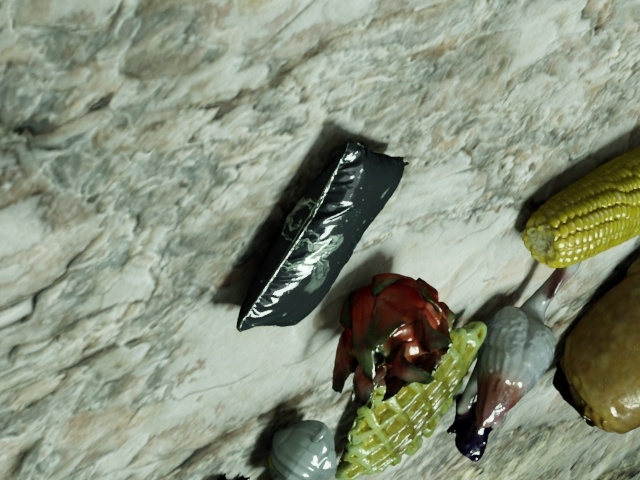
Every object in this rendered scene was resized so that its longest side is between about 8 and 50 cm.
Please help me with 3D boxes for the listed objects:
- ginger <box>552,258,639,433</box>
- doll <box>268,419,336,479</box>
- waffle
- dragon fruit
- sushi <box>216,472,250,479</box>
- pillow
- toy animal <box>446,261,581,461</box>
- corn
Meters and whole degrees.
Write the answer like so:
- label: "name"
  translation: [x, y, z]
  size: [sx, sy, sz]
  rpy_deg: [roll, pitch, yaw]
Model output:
- label: "ginger"
  translation: [0.481, 0.141, 2.300]
  size: [0.269, 0.200, 0.223]
  rpy_deg: [-20, 141, -47]
- label: "doll"
  translation: [-0.025, 0.252, 1.790]
  size: [0.094, 0.079, 0.180]
  rpy_deg: [-52, 170, -35]
- label: "waffle"
  translation: [0.109, 0.193, 1.941]
  size: [0.208, 0.054, 0.214]
  rpy_deg: [-23, 143, -51]
- label: "dragon fruit"
  translation: [0.077, 0.102, 1.709]
  size: [0.142, 0.121, 0.130]
  rpy_deg: [-68, 171, -65]
- label: "sushi"
  translation: [-0.080, 0.292, 1.733]
  size: [0.056, 0.084, 0.083]
  rpy_deg: [-56, 153, 4]
- label: "pillow"
  translation: [0.000, 0.000, 1.547]
  size: [0.208, 0.055, 0.141]
  rpy_deg: [-57, 161, 11]
- label: "toy animal"
  translation: [0.246, 0.127, 2.027]
  size: [0.324, 0.090, 0.195]
  rpy_deg: [-61, -178, 5]
- label: "corn"
  translation: [0.364, -0.048, 2.011]
  size: [0.305, 0.106, 0.106]
  rpy_deg: [-23, 141, -37]
